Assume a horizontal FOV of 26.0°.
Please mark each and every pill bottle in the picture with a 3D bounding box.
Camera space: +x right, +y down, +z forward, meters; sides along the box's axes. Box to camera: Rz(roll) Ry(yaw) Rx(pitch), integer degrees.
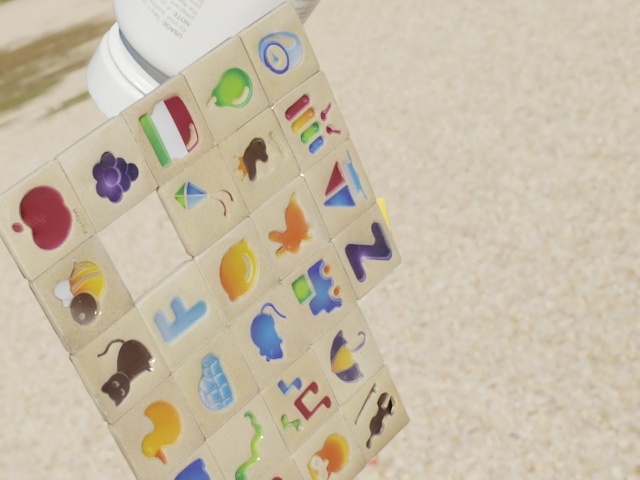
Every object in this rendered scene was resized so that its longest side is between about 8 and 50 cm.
[{"bbox_3d":[-0.075,-0.179,0.999,0.229,0.131,0.131,-51,-3,35],"label":"pill bottle"}]

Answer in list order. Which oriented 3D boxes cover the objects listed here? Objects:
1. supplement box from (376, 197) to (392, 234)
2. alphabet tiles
[{"bbox_3d":[0.000,0.000,0.943,0.083,0.043,0.055,-6,-10,-32],"label":"supplement box"},{"bbox_3d":[-0.034,0.031,0.688,0.009,0.237,0.198,3,35,48],"label":"alphabet tiles"}]
